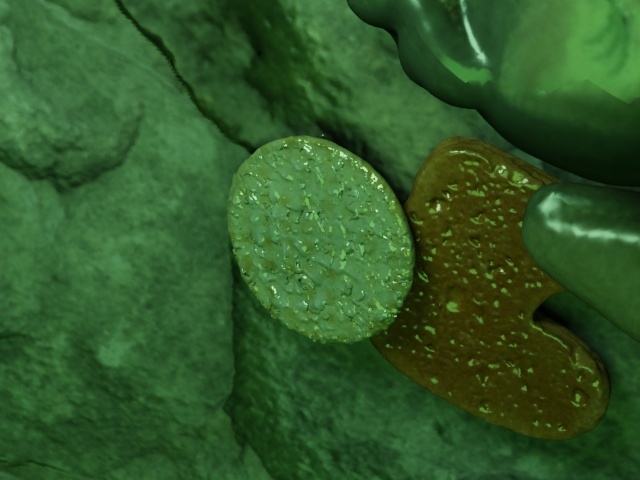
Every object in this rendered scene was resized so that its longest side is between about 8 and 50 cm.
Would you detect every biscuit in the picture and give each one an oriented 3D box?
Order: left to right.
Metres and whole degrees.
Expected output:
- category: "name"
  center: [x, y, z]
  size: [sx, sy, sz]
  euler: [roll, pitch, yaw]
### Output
- category: "biscuit"
  center: [0.000, 0.000, 1.251]
  size: [0.152, 0.020, 0.152]
  euler: [13, 116, 28]
- category: "biscuit"
  center: [0.128, 0.036, 1.246]
  size: [0.186, 0.036, 0.192]
  euler: [26, 124, 4]

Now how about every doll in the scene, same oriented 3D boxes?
- category: "doll"
  center: [0.190, -0.066, 1.023]
  size: [0.382, 0.252, 0.379]
  euler: [17, 122, 14]
